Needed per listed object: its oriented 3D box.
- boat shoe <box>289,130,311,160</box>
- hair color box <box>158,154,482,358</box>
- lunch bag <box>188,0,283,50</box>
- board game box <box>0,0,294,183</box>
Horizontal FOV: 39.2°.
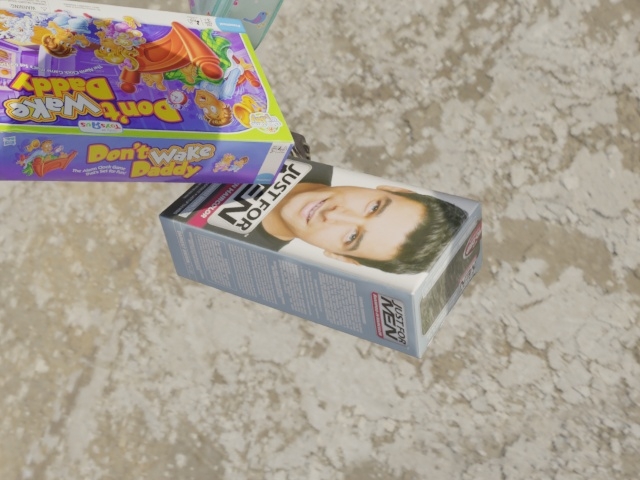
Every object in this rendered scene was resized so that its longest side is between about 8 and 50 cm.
[{"bbox_3d":[-0.071,-0.145,1.650,0.130,0.355,0.132,-48,12,-28],"label":"boat shoe"},{"bbox_3d":[0.000,0.000,1.157,0.374,0.114,0.185,17,46,28],"label":"hair color box"},{"bbox_3d":[-0.121,-0.438,1.305,0.224,0.107,0.279,-54,39,47],"label":"lunch bag"},{"bbox_3d":[-0.231,-0.179,1.080,0.078,0.347,0.233,-59,44,43],"label":"board game box"}]
